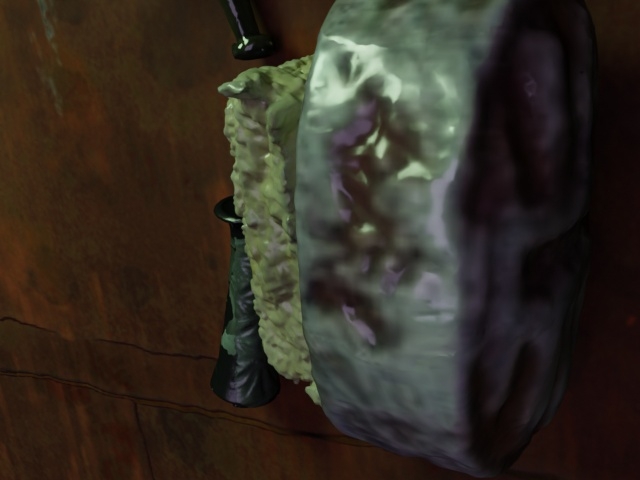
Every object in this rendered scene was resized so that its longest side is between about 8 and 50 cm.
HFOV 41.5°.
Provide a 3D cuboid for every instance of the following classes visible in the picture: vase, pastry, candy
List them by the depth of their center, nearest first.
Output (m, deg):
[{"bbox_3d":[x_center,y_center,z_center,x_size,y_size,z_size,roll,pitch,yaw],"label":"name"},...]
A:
[{"bbox_3d":[0.071,-0.014,0.471,0.157,0.214,0.289,10,114,29],"label":"candy"},{"bbox_3d":[0.005,-0.004,0.582,0.089,0.121,0.258,23,132,49],"label":"pastry"},{"bbox_3d":[-0.056,0.047,0.663,0.059,0.059,0.167,16,118,22],"label":"vase"}]

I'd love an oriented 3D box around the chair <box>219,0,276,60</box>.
[{"bbox_3d":[-0.251,-0.289,0.422,0.365,0.362,0.410,-10,94,3],"label":"chair"}]
